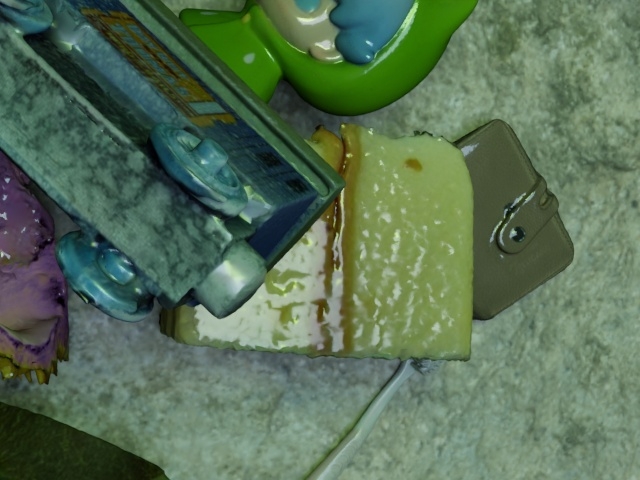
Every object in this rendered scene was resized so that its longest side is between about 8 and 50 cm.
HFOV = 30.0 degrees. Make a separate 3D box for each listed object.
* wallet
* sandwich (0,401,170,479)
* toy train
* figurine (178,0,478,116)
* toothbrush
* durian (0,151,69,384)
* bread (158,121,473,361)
[{"bbox_3d":[0.148,-0.018,1.027,0.118,0.039,0.153,-34,105,-11],"label":"wallet"},{"bbox_3d":[-0.196,0.203,0.842,0.212,0.292,0.109,46,59,-29],"label":"sandwich"},{"bbox_3d":[-0.136,-0.074,0.750,0.300,0.202,0.131,45,109,6],"label":"toy train"},{"bbox_3d":[-0.017,-0.155,0.897,0.263,0.162,0.143,-27,129,-1],"label":"figurine"},{"bbox_3d":[0.016,0.186,1.007,0.025,0.029,0.307,44,81,-26],"label":"toothbrush"},{"bbox_3d":[-0.280,-0.035,0.814,0.112,0.191,0.341,-15,103,15],"label":"durian"},{"bbox_3d":[0.000,0.000,0.931,0.240,0.135,0.178,3,91,-18],"label":"bread"}]
